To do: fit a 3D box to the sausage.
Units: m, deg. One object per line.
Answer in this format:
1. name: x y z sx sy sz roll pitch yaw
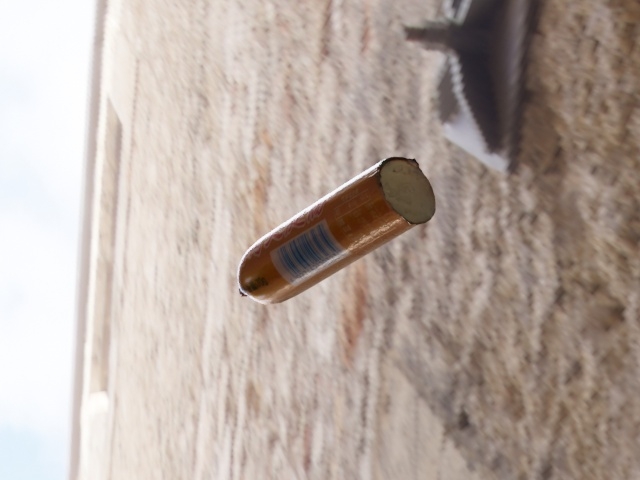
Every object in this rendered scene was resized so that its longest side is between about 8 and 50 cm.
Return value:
1. sausage: 0.000 0.000 0.757 0.107 0.031 0.031 -30 -70 40
